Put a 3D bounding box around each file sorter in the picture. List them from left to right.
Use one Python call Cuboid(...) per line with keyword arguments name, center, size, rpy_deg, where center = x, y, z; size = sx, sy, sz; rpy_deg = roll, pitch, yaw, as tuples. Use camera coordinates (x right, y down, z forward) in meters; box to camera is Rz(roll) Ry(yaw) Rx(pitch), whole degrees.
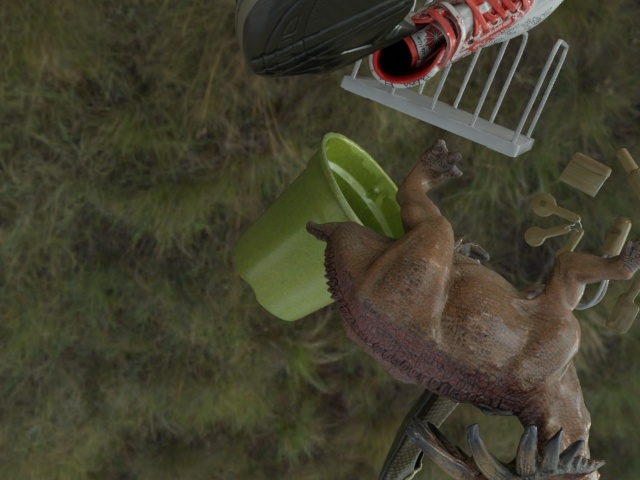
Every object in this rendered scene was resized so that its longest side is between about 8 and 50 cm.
Cuboid(name="file sorter", center=(0.210, -0.261, 1.273), size=(0.278, 0.193, 0.173), rpy_deg=(24, 106, 15))

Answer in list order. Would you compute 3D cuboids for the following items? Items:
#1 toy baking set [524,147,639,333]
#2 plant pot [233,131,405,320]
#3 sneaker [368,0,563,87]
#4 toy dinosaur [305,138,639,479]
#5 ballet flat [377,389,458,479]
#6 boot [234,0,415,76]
Cuboid(name="toy baking set", center=(0.412, -0.005, 1.210), size=(0.197, 0.256, 0.030), rpy_deg=(-37, 156, 16))
Cuboid(name="plant pot", center=(0.000, 0.000, 1.438), size=(0.254, 0.276, 0.276), rpy_deg=(-35, 135, 22))
Cuboid(name="sneaker", center=(0.181, -0.261, 0.994), size=(0.270, 0.145, 0.090), rpy_deg=(-23, 103, 22))
Cuboid(name="toy dinosaur", center=(0.083, 0.062, 0.533), size=(0.200, 0.296, 0.127), rpy_deg=(-48, 158, -29))
Cuboid(name="ballet flat", center=(0.131, 0.200, 0.950), size=(0.058, 0.084, 0.250), rpy_deg=(27, 113, 5))
Cuboid(name="boot", center=(-0.029, -0.288, 0.684), size=(0.138, 0.284, 0.377), rpy_deg=(-22, -176, 16))
